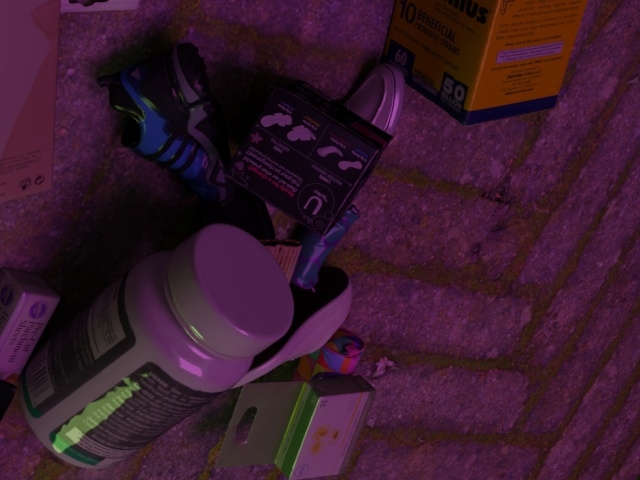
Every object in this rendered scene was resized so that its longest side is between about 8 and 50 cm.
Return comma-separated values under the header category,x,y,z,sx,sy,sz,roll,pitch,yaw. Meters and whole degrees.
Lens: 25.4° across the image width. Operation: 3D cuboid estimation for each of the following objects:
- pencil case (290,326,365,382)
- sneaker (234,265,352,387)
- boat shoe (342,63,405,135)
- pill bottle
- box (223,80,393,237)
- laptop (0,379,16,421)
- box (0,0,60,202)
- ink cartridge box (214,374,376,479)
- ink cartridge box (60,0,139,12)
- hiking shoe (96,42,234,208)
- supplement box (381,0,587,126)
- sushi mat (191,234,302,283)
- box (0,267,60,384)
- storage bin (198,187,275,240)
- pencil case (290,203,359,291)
category,x,y,z,sx,sy,sz,roll,pitch,yaw
pencil case,-0.003,0.258,2.370,0.104,0.104,0.236,-5,123,-42
sneaker,-0.063,0.165,2.228,0.290,0.106,0.123,-32,144,-17
boat shoe,0.048,-0.157,2.087,0.076,0.083,0.226,2,120,-47
pill bottle,-0.217,0.140,1.867,0.361,0.204,0.204,-36,151,32
box,-0.013,-0.115,1.915,0.142,0.163,0.247,-58,178,10
laptop,-0.554,0.254,1.784,0.264,0.136,0.234,26,104,-17
box,-0.377,-0.207,1.579,0.121,0.148,0.311,-18,133,-36
ink cartridge box,-0.038,0.303,2.267,0.235,0.056,0.171,-1,121,-39
ink cartridge box,-0.260,-0.349,1.667,0.145,0.045,0.179,-9,146,-35
hiking shoe,-0.194,-0.143,1.871,0.132,0.113,0.304,-12,144,2
supplement box,0.250,-0.372,2.018,0.195,0.194,0.356,-14,129,-37
sushi mat,-0.124,0.076,2.015,0.151,0.019,0.316,1,151,-10
box,-0.456,0.190,1.896,0.067,0.063,0.324,15,110,-50
storage bin,-0.120,-0.011,2.007,0.091,0.135,0.098,-9,131,-9
pencil case,0.000,0.000,2.185,0.070,0.064,0.151,30,100,-23
